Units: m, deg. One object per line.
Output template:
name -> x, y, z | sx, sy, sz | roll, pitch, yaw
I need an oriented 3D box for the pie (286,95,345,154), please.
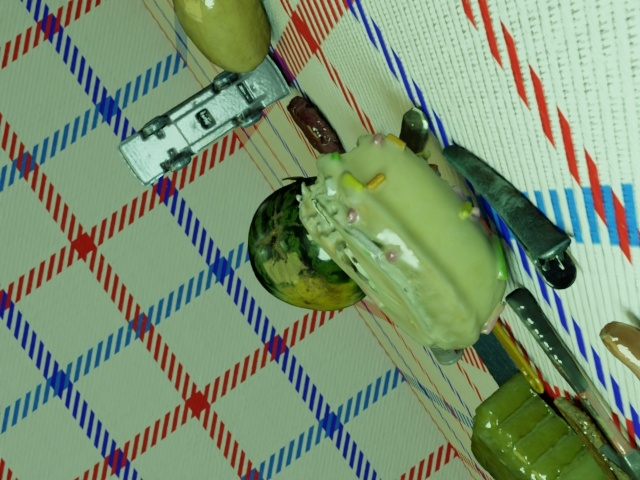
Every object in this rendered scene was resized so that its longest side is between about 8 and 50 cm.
pie -> -0.007, -0.195, 1.840 | 0.153, 0.038, 0.153 | 53, 176, 5

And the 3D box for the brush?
brush -> 0.255, 0.119, 1.552 | 0.272, 0.013, 0.103 | 55, 170, 16

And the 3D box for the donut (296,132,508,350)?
donut -> 0.109, 0.004, 1.315 | 0.307, 0.150, 0.371 | 48, 174, 0

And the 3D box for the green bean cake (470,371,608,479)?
green bean cake -> 0.345, 0.354, 1.616 | 0.236, 0.124, 0.233 | 46, 167, 28

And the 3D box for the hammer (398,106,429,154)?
hammer -> 0.115, -0.116, 1.338 | 0.125, 0.027, 0.297 | 49, 174, 7

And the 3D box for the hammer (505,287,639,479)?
hammer -> 0.328, 0.183, 1.290 | 0.287, 0.033, 0.111 | 55, 174, 0

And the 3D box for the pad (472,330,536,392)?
pad -> 0.299, 0.198, 1.746 | 0.269, 0.012, 0.270 | 56, 174, -12

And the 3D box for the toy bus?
toy bus -> -0.216, -0.231, 1.902 | 0.109, 0.330, 0.136 | 57, -176, -16

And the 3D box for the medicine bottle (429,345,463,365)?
medicine bottle -> 0.238, 0.194, 1.995 | 0.091, 0.058, 0.058 | 58, 174, -32

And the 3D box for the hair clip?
hair clip -> 0.194, -0.044, 1.087 | 0.229, 0.039, 0.070 | 56, 176, 41

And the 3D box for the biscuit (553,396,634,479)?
biscuit -> 0.408, 0.320, 1.415 | 0.231, 0.025, 0.131 | 54, -179, -6

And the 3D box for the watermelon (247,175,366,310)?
watermelon -> 0.001, 0.005, 1.879 | 0.269, 0.269, 0.269 | 54, 175, 8

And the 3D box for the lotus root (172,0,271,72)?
lotus root -> -0.163, -0.369, 1.635 | 0.146, 0.131, 0.303 | 50, 173, 29

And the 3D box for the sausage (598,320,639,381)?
sausage -> 0.336, 0.153, 0.981 | 0.186, 0.043, 0.043 | 54, 175, 0
